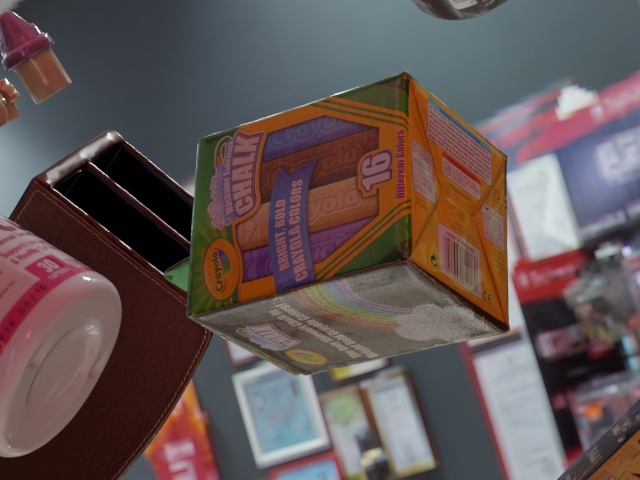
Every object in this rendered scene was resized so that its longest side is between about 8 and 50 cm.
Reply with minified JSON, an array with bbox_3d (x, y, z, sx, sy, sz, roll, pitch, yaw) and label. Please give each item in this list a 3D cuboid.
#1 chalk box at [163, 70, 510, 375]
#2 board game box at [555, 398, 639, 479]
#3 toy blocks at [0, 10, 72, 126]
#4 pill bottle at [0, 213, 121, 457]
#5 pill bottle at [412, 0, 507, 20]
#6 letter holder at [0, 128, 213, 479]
[{"bbox_3d":[0.000,0.000,1.103,0.213,0.132,0.132,-14,-29,31],"label":"chalk box"},{"bbox_3d":[0.353,0.212,1.605,0.243,0.165,0.042,-47,17,19],"label":"board game box"},{"bbox_3d":[-0.441,-0.177,1.625,0.288,0.260,0.309,-25,11,42],"label":"toy blocks"},{"bbox_3d":[-0.314,0.036,1.348,0.160,0.283,0.160,-52,-19,-26],"label":"pill bottle"},{"bbox_3d":[0.077,-0.295,1.369,0.130,0.130,0.245,-19,-37,21],"label":"pill bottle"},{"bbox_3d":[-0.214,0.092,1.558,0.302,0.214,0.152,-53,-3,28],"label":"letter holder"}]
